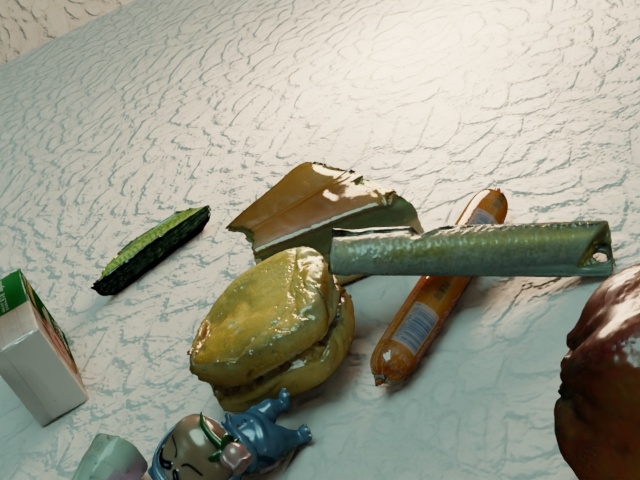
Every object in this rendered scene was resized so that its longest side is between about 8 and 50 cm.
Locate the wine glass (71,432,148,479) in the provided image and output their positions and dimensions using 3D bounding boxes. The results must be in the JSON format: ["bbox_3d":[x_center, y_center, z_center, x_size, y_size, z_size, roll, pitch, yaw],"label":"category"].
[{"bbox_3d":[-0.263,0.298,1.177,0.073,0.073,0.155,-1,43,36],"label":"wine glass"}]

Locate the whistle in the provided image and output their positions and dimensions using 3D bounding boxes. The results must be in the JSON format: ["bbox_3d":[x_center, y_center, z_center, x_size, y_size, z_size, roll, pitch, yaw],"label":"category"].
[{"bbox_3d":[0.171,0.014,1.205,0.327,0.057,0.068,0,65,5],"label":"whistle"}]

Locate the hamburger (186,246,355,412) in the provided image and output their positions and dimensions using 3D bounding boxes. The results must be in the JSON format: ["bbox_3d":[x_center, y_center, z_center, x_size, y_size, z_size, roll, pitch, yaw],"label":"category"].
[{"bbox_3d":[-0.055,0.104,1.250,0.214,0.108,0.213,-26,23,12],"label":"hamburger"}]

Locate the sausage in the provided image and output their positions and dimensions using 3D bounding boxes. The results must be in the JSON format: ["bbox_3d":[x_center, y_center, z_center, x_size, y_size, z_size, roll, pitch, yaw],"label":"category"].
[{"bbox_3d":[0.148,0.048,1.252,0.053,0.053,0.348,2,42,38],"label":"sausage"}]

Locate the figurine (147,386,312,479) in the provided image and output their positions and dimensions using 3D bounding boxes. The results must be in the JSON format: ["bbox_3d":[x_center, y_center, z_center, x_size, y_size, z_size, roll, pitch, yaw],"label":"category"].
[{"bbox_3d":[-0.098,0.216,1.114,0.178,0.144,0.114,-26,64,-23],"label":"figurine"}]

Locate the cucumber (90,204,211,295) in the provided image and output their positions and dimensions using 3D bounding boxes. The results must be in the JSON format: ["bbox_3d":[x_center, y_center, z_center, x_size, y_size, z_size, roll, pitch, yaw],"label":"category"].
[{"bbox_3d":[-0.267,0.013,1.625,0.220,0.046,0.070,-36,30,-17],"label":"cucumber"}]

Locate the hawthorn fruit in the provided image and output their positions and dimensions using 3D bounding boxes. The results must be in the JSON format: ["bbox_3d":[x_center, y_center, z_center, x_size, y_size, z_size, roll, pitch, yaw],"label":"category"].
[{"bbox_3d":[0.325,0.128,0.857,0.261,0.224,0.224,1,38,12],"label":"hawthorn fruit"}]

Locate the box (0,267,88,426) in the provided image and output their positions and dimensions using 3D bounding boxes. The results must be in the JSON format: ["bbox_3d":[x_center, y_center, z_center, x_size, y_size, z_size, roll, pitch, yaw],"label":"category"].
[{"bbox_3d":[-0.401,0.144,1.441,0.081,0.135,0.199,-31,32,-7],"label":"box"}]

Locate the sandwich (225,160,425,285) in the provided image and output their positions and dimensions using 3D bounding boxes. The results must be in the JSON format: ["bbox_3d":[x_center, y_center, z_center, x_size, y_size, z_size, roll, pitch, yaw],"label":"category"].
[{"bbox_3d":[0.000,0.000,1.384,0.220,0.108,0.186,17,52,46],"label":"sandwich"}]
